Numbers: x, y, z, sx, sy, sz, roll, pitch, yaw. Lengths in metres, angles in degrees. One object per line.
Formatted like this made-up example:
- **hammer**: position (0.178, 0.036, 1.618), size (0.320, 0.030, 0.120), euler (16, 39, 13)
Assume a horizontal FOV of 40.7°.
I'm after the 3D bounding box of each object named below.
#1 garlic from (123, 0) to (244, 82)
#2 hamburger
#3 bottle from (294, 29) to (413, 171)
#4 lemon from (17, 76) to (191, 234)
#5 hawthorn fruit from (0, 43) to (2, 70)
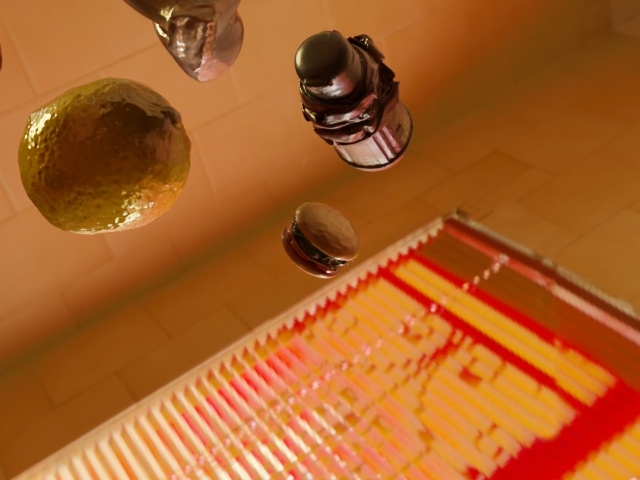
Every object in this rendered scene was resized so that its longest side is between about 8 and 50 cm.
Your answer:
- **garlic**: position (-0.268, -0.417, 1.480), size (0.340, 0.246, 0.231), euler (35, -34, 14)
- **hamburger**: position (0.000, 0.000, 1.726), size (0.162, 0.162, 0.115), euler (51, -60, 23)
- **bottle**: position (0.050, -0.211, 1.258), size (0.143, 0.156, 0.271), euler (6, -16, 23)
- **lemon**: position (-0.422, -0.161, 1.691), size (0.336, 0.336, 0.336), euler (48, -24, 29)
- **hawthorn fruit**: position (-0.715, -0.302, 1.503), size (0.276, 0.276, 0.307), euler (56, -45, 9)
